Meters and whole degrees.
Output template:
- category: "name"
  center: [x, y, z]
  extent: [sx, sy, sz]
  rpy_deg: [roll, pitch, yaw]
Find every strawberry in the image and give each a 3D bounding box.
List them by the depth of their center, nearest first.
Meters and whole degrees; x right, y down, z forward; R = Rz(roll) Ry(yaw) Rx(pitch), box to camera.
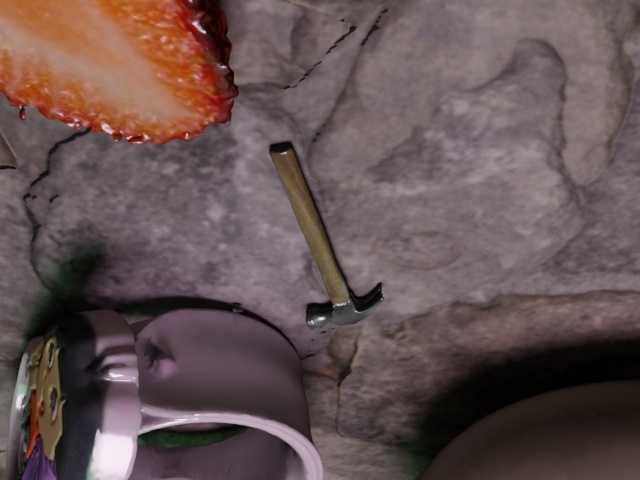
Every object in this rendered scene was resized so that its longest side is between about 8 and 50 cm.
- category: "strawberry"
  center: [-0.150, -0.156, 0.608]
  extent: [0.188, 0.106, 0.286]
  rpy_deg: [-18, 148, 26]

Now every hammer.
- category: "hammer"
  center: [0.000, 0.000, 0.838]
  extent: [0.062, 0.017, 0.182]
  rpy_deg: [-10, 136, 10]

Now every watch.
- category: "watch"
  center: [-0.106, 0.152, 0.890]
  extent: [0.231, 0.196, 0.244]
  rpy_deg: [11, 134, -21]

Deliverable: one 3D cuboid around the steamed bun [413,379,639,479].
- category: "steamed bun"
  center: [0.235, 0.267, 0.905]
  extent: [0.374, 0.333, 0.334]
  rpy_deg: [-8, 137, 11]
